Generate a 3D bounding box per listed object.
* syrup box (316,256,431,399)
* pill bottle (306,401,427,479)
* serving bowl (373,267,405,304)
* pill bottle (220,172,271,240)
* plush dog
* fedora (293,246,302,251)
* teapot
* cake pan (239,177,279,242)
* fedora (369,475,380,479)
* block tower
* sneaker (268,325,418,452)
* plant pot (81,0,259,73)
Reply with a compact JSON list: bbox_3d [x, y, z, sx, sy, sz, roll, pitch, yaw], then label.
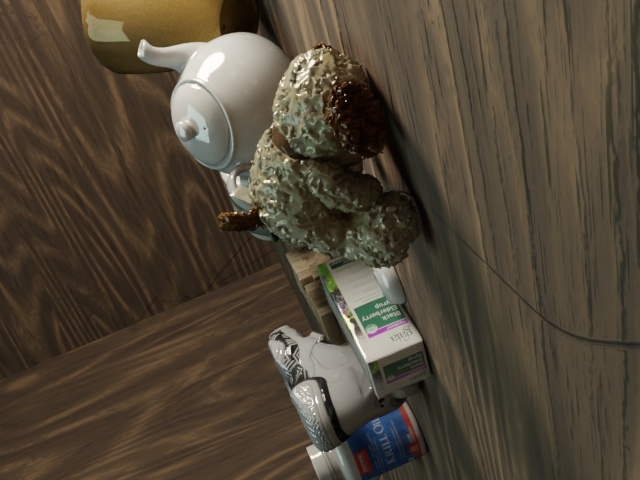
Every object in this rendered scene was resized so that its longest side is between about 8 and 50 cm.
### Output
[{"bbox_3d":[0.082,0.125,1.660,0.237,0.093,0.096,-118,8,-47],"label":"syrup box"},{"bbox_3d":[0.090,0.414,2.106,0.124,0.221,0.124,157,90,-85],"label":"pill bottle"},{"bbox_3d":[0.099,0.061,1.579,0.083,0.027,0.083,157,90,-86],"label":"serving bowl"},{"bbox_3d":[-0.135,-0.118,2.452,0.278,0.162,0.162,78,168,-63],"label":"pill bottle"},{"bbox_3d":[-0.006,-0.112,1.207,0.262,0.210,0.225,-122,37,-52],"label":"plush dog"},{"bbox_3d":[-0.036,-0.076,2.071,0.194,0.079,0.194,167,90,-87],"label":"fedora"},{"bbox_3d":[-0.149,-0.198,1.692,0.256,0.187,0.252,23,130,38],"label":"teapot"},{"bbox_3d":[-0.116,-0.142,2.125,0.293,0.054,0.293,-1,-90,-84],"label":"cake pan"},{"bbox_3d":[0.117,0.406,2.333,0.275,0.124,0.244,89,157,-53],"label":"fedora"},{"bbox_3d":[0.011,0.114,2.350,0.335,0.091,0.097,-121,11,-62],"label":"block tower"},{"bbox_3d":[0.040,0.231,1.886,0.366,0.210,0.137,-127,15,-66],"label":"sneaker"},{"bbox_3d":[-0.244,-0.398,1.842,0.254,0.237,0.237,12,139,31],"label":"plant pot"}]
